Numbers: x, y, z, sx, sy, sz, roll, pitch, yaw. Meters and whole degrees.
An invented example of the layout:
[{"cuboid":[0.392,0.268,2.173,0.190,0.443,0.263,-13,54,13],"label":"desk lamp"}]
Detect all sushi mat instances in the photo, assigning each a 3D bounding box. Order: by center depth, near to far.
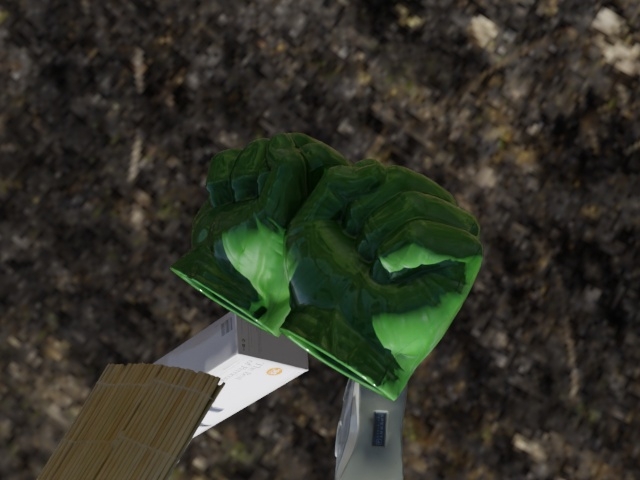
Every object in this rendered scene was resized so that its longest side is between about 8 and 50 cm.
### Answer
[{"cuboid":[-0.214,0.242,1.370,0.151,0.316,0.019,3,141,41],"label":"sushi mat"}]

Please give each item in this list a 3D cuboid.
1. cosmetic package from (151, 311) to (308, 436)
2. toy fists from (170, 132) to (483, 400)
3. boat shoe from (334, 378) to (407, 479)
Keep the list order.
[{"cuboid":[-0.124,0.157,1.722,0.099,0.060,0.239,14,147,-35],"label":"cosmetic package"},{"cuboid":[0.000,0.000,1.059,0.096,0.142,0.279,39,170,-35],"label":"toy fists"},{"cuboid":[0.058,0.240,1.783,0.079,0.227,0.081,9,-179,-8],"label":"boat shoe"}]
